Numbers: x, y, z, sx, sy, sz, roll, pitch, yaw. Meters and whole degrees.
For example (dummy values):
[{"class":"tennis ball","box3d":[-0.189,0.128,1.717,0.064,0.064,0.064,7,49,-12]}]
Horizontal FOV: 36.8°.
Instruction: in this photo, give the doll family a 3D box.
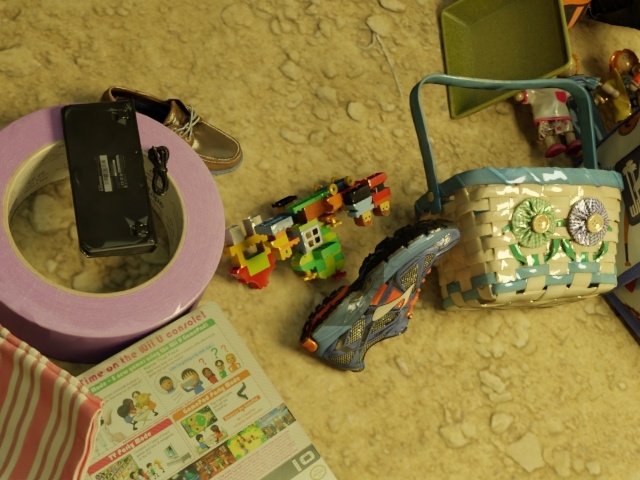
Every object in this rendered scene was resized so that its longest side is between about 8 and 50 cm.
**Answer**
[{"class":"doll family","box3d":[0.394,-0.200,1.369,0.262,0.118,0.163,-9,74,-4]}]

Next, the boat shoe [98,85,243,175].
[{"class":"boat shoe","box3d":[-0.176,-0.130,1.139,0.183,0.066,0.066,17,61,-11]}]

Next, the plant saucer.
[{"class":"plant saucer","box3d":[0.259,-0.271,1.316,0.045,0.188,0.188,22,57,-43]}]

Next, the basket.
[{"class":"basket","box3d":[0.243,-0.063,1.177,0.254,0.201,0.289,-4,75,-22]}]

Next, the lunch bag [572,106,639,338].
[{"class":"lunch bag","box3d":[0.502,-0.009,1.174,0.238,0.328,0.385,-31,79,-33]}]

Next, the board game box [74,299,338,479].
[{"class":"board game box","box3d":[-0.123,0.244,0.957,0.224,0.097,0.303,-29,78,-29]}]

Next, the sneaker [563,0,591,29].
[{"class":"sneaker","box3d":[0.257,-0.430,1.377,0.321,0.180,0.125,28,59,-5]}]

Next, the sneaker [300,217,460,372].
[{"class":"sneaker","box3d":[0.078,0.061,1.098,0.221,0.083,0.087,-44,104,7]}]

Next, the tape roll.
[{"class":"tape roll","box3d":[-0.246,-0.010,1.043,0.274,0.090,0.275,8,62,-16]}]

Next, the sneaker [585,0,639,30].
[{"class":"sneaker","box3d":[0.444,-0.345,1.386,0.130,0.286,0.109,6,100,5]}]

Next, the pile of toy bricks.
[{"class":"pile of toy bricks","box3d":[0.000,0.000,1.129,0.212,0.118,0.105,-28,109,-38]}]

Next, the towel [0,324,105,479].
[{"class":"towel","box3d":[-0.289,0.161,0.885,0.197,0.144,0.029,29,20,22]}]

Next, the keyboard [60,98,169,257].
[{"class":"keyboard","box3d":[-0.210,-0.069,1.020,0.108,0.023,0.180,-7,68,-16]}]
